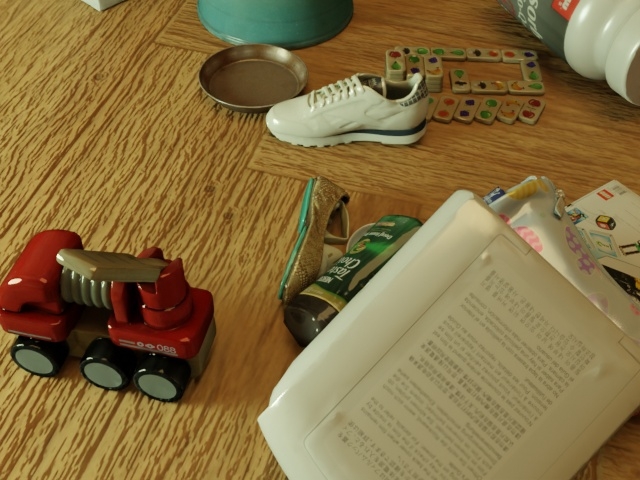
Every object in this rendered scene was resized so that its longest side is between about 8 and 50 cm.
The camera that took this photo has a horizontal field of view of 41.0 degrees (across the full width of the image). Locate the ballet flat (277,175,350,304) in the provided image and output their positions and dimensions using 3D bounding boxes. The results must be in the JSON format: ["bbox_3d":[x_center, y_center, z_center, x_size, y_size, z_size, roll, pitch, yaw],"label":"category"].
[{"bbox_3d":[0.000,0.000,1.054,0.067,0.073,0.206,18,50,-4],"label":"ballet flat"}]

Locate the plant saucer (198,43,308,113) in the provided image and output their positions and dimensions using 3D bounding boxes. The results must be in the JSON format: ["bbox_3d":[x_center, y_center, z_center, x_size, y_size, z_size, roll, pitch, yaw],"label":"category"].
[{"bbox_3d":[-0.102,-0.245,1.314,0.168,0.029,0.168,1,46,-1],"label":"plant saucer"}]

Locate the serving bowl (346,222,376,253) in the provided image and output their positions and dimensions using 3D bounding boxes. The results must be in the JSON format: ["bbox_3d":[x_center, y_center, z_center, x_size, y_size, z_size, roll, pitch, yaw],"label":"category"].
[{"bbox_3d":[0.072,0.021,1.053,0.083,0.027,0.083,2,63,-4],"label":"serving bowl"}]

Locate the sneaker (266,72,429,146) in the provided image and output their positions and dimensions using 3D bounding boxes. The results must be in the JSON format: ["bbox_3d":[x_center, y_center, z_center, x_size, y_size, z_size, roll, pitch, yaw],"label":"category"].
[{"bbox_3d":[0.037,-0.194,1.222,0.235,0.095,0.090,-4,50,3],"label":"sneaker"}]

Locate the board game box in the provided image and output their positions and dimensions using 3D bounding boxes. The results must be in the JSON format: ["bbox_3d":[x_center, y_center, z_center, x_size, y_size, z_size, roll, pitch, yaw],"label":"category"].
[{"bbox_3d":[0.399,0.060,1.015,0.193,0.053,0.305,-26,52,-26],"label":"board game box"}]

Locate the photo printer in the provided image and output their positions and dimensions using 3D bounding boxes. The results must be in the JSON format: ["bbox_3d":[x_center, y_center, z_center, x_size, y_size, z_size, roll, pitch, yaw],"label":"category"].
[{"bbox_3d":[0.116,0.147,0.781,0.256,0.107,0.307,43,87,5],"label":"photo printer"}]

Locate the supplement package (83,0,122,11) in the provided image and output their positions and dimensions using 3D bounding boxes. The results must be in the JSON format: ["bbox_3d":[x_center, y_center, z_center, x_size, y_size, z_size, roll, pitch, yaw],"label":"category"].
[{"bbox_3d":[-0.397,-0.565,1.452,0.204,0.262,0.145,35,55,27],"label":"supplement package"}]

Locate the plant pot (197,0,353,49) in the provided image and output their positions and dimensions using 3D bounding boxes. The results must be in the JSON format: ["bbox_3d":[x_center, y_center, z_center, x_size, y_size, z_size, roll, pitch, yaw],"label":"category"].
[{"bbox_3d":[-0.074,-0.494,1.400,0.271,0.255,0.272,1,46,-1],"label":"plant pot"}]

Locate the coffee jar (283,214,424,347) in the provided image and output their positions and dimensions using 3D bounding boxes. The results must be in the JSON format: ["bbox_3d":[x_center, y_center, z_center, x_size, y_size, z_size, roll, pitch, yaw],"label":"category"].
[{"bbox_3d":[0.047,0.053,0.964,0.184,0.079,0.096,-43,23,-21],"label":"coffee jar"}]

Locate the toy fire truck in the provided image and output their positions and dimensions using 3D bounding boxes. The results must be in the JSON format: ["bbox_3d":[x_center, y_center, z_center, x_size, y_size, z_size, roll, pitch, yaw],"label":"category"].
[{"bbox_3d":[-0.229,0.050,0.869,0.217,0.246,0.158,10,46,8],"label":"toy fire truck"}]

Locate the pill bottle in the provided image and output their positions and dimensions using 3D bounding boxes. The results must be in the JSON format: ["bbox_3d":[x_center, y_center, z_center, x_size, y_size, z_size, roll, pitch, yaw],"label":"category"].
[{"bbox_3d":[0.431,-0.383,1.339,0.210,0.210,0.363,-17,48,-18],"label":"pill bottle"}]

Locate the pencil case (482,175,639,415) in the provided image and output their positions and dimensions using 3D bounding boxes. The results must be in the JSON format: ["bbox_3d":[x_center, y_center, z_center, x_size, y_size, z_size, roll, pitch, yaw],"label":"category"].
[{"bbox_3d":[0.267,0.063,0.915,0.124,0.113,0.273,-33,73,0],"label":"pencil case"}]

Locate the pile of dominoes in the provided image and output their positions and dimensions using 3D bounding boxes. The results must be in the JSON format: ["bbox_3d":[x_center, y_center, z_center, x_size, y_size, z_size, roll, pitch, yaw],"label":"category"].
[{"bbox_3d":[0.227,-0.255,1.327,0.251,0.040,0.196,1,46,0],"label":"pile of dominoes"}]
